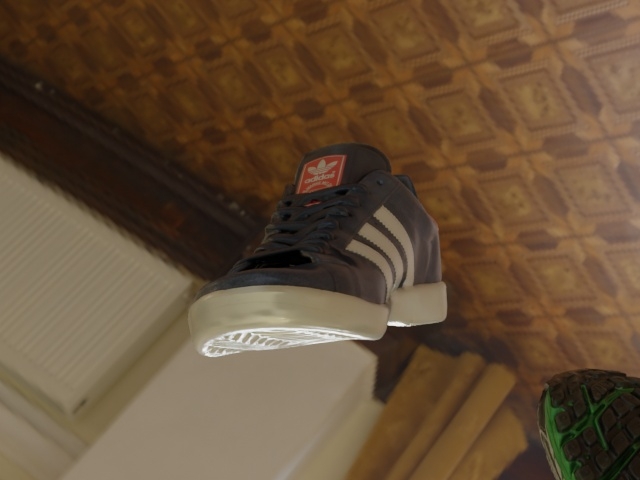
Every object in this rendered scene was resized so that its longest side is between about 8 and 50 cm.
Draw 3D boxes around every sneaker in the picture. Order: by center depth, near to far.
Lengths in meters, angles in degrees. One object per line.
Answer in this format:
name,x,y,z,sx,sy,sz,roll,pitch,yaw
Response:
sneaker,0.239,0.253,0.824,0.146,0.134,0.343,-53,53,53
sneaker,0.000,0.000,0.844,0.131,0.350,0.148,-7,88,18
